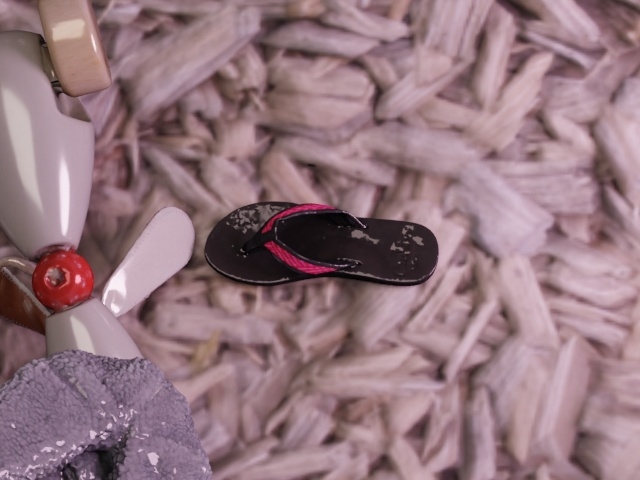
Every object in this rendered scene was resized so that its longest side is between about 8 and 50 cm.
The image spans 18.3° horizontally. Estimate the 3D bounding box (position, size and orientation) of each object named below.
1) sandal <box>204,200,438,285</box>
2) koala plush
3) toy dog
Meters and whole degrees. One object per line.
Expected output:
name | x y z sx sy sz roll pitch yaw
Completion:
sandal | 0.000 0.000 1.507 0.179 0.040 0.067 3 72 7
koala plush | -0.200 0.194 1.374 0.196 0.221 0.203 44 42 -6
toy dog | -0.207 -0.022 1.503 0.220 0.161 0.334 3 87 4
